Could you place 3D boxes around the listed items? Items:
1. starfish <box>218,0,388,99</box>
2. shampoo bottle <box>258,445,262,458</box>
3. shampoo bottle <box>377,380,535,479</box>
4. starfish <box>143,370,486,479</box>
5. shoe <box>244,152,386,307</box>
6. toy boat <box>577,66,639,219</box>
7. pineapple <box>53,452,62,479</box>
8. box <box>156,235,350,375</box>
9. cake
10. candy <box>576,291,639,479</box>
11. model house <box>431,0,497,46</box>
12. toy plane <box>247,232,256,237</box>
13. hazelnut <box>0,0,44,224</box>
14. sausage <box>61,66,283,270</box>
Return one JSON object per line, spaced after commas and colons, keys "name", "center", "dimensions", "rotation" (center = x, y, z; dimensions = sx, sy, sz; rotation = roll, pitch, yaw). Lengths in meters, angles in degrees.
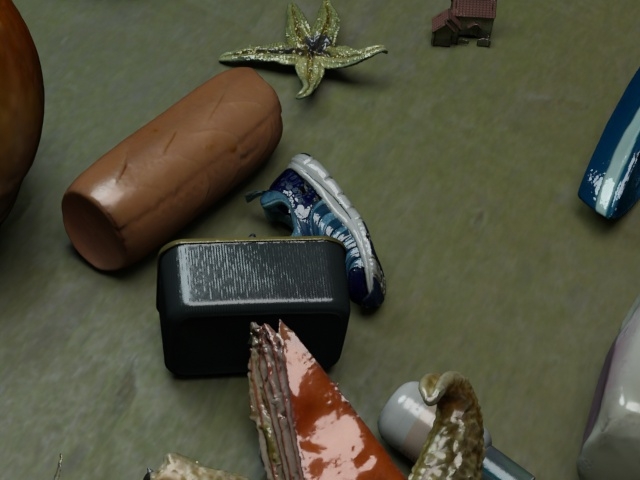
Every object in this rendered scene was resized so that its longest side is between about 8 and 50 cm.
{"name": "starfish", "center": [-0.022, -0.242, 1.909], "dimensions": [0.217, 0.050, 0.223], "rotation": [2, 37, 2]}
{"name": "shampoo bottle", "center": [-0.011, 0.196, 1.538], "dimensions": [0.099, 0.043, 0.072], "rotation": [8, 57, -2]}
{"name": "shampoo bottle", "center": [0.149, 0.220, 1.518], "dimensions": [0.192, 0.074, 0.074], "rotation": [35, 54, 20]}
{"name": "starfish", "center": [0.008, 0.305, 1.337], "dimensions": [0.432, 0.082, 0.324], "rotation": [-22, 97, -26]}
{"name": "shoe", "center": [0.000, 0.000, 1.691], "dimensions": [0.106, 0.091, 0.207], "rotation": [-36, 64, -6]}
{"name": "toy boat", "center": [0.392, -0.131, 1.844], "dimensions": [0.061, 0.096, 0.299], "rotation": [18, 51, 22]}
{"name": "pineapple", "center": [-0.309, 0.362, 1.279], "dimensions": [0.161, 0.158, 0.334], "rotation": [39, 55, 23]}
{"name": "box", "center": [-0.071, 0.073, 1.572], "dimensions": [0.201, 0.144, 0.090], "rotation": [-1, 54, -10]}
{"name": "cake", "center": [0.004, 0.202, 1.462], "dimensions": [0.135, 0.098, 0.287], "rotation": [-17, 76, -17]}
{"name": "candy", "center": [0.460, 0.189, 1.541], "dimensions": [0.358, 0.145, 0.208], "rotation": [16, 49, 5]}
{"name": "model house", "center": [0.188, -0.293, 1.975], "dimensions": [0.083, 0.058, 0.057], "rotation": [4, 49, -4]}
{"name": "toy plane", "center": [-0.084, 0.028, 1.681], "dimensions": [0.078, 0.031, 0.083], "rotation": [10, 49, 1]}
{"name": "hazelnut", "center": [-0.458, -0.144, 1.595], "dimensions": [0.372, 0.372, 0.315], "rotation": [34, 13, 20]}
{"name": "sausage", "center": [-0.158, -0.089, 1.713], "dimensions": [0.121, 0.121, 0.304], "rotation": [35, 54, 21]}
